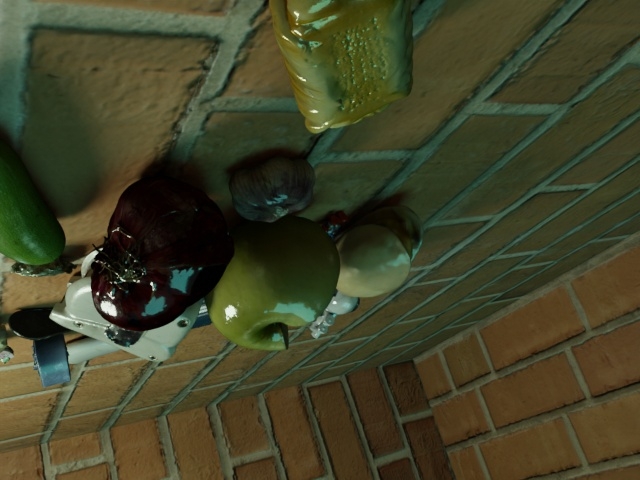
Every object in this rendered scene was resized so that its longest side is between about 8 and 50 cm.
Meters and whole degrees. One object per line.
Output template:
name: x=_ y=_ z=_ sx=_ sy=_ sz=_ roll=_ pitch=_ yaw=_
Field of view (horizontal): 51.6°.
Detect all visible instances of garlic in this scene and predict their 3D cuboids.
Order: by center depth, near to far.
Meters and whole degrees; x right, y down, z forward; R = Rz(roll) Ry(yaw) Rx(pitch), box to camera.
garlic: x=-0.086 y=-0.087 z=1.201 sx=0.159 sy=0.102 sz=0.147 roll=-9 pitch=159 yaw=-23

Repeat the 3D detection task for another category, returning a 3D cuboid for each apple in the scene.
apple: x=-0.119 y=0.078 z=1.375 sx=0.233 sy=0.257 sz=0.295 roll=11 pitch=146 yaw=-28

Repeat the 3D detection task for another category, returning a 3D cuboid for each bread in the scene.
bread: x=0.031 y=-0.258 z=0.828 sx=0.173 sy=0.121 sz=0.311 roll=-22 pitch=160 yaw=0

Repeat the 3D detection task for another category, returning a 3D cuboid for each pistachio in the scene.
pistachio: x=0.131 y=0.038 z=1.594 sx=0.188 sy=0.187 sz=0.299 roll=-6 pitch=160 yaw=-32

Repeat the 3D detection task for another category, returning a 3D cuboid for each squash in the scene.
squash: x=-0.461 y=-0.048 z=0.975 sx=0.107 sy=0.107 sz=0.395 roll=-14 pitch=161 yaw=-13

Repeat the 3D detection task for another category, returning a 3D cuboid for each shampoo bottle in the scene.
shampoo bottle: x=-0.584 y=0.280 z=1.802 sx=0.221 sy=0.051 sz=0.108 roll=-17 pitch=158 yaw=-3

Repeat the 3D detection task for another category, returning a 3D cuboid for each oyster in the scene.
oyster: x=-0.531 y=0.049 z=1.288 sx=0.098 sy=0.037 sz=0.100 roll=-2 pitch=-177 yaw=9

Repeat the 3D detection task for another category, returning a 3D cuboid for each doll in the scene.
doll: x=0.001 y=0.000 z=1.568 sx=0.194 sy=0.062 sz=0.104 roll=-50 pitch=-178 yaw=44

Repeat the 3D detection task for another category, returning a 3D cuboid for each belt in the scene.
belt: x=-0.657 y=0.282 z=1.615 sx=0.082 sy=0.141 sz=0.190 roll=-9 pitch=161 yaw=-21

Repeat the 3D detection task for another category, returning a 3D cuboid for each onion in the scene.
onion: x=-0.274 y=0.031 z=1.131 sx=0.281 sy=0.221 sz=0.281 roll=-53 pitch=164 yaw=-23

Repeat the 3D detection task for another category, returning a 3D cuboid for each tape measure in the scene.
tape measure: x=-0.387 y=0.129 z=1.338 sx=0.258 sy=0.130 sz=0.265 roll=28 pitch=136 yaw=-14

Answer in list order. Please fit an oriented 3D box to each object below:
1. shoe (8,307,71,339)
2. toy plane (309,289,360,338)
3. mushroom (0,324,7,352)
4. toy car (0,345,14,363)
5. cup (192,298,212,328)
shoe: x=-0.625 y=0.192 z=1.520 sx=0.179 sy=0.071 sz=0.049 roll=-4 pitch=160 yaw=-44
toy plane: x=0.035 y=0.154 z=1.812 sx=0.117 sy=0.244 sz=0.245 roll=33 pitch=135 yaw=-21
mushroom: x=-0.831 y=0.218 z=1.375 sx=0.351 sy=0.095 sz=0.122 roll=6 pitch=131 yaw=-52
toy car: x=-0.801 y=0.265 z=1.572 sx=0.142 sy=0.055 sz=0.069 roll=-7 pitch=151 yaw=-1
cup: x=-0.268 y=0.142 z=1.641 sx=0.155 sy=0.131 sz=0.176 roll=-19 pitch=-174 yaw=15
